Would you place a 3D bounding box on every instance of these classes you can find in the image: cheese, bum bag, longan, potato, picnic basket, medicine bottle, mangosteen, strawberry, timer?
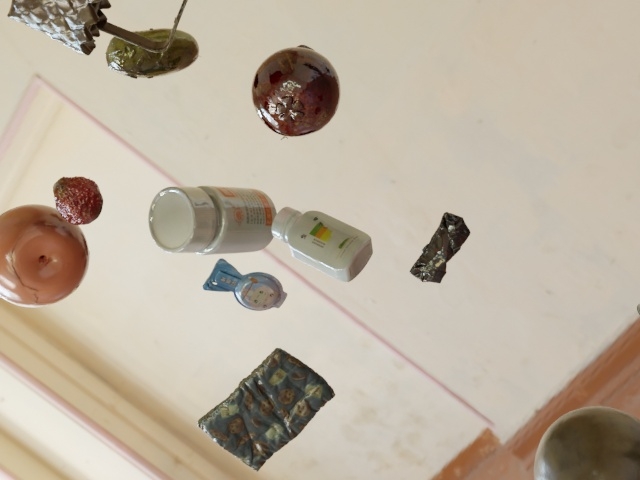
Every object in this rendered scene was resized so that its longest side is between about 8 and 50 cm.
[{"bbox_3d":[-0.213,0.138,2.277,0.135,0.245,0.052,-58,24,20],"label":"cheese"},{"bbox_3d":[0.198,0.014,1.272,0.124,0.058,0.034,-57,0,7],"label":"bum bag"},{"bbox_3d":[0.580,0.493,1.598,0.297,0.297,0.297,-53,1,2],"label":"longan"},{"bbox_3d":[-0.421,-0.474,1.977,0.251,0.113,0.149,-6,-21,-30],"label":"potato"},{"bbox_3d":[-0.417,-0.512,1.513,0.254,0.321,0.291,-52,26,45],"label":"picnic basket"},{"bbox_3d":[-0.317,-0.061,2.341,0.371,0.211,0.211,-1,-46,-55],"label":"medicine bottle"},{"bbox_3d":[-0.056,-0.372,1.868,0.215,0.215,0.257,-52,19,35],"label":"mangosteen"},{"bbox_3d":[0.000,0.000,2.316,0.161,0.296,0.111,-48,-32,-26],"label":"medicine bottle"},{"bbox_3d":[-0.487,-0.081,1.548,0.106,0.106,0.106,-53,1,2],"label":"strawberry"},{"bbox_3d":[-0.628,0.033,1.710,0.229,0.229,0.215,-53,25,-15],"label":"timer"}]

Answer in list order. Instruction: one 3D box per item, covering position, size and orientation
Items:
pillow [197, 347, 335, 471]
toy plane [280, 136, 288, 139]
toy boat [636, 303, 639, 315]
[{"bbox_3d":[-0.110,0.357,1.639,0.255,0.189,0.034,-45,23,4],"label":"pillow"},{"bbox_3d":[-0.090,-0.318,2.226,0.024,0.084,0.078,3,-61,-56],"label":"toy plane"},{"bbox_3d":[0.805,0.189,1.870,0.141,0.055,0.060,-106,15,-59],"label":"toy boat"}]
